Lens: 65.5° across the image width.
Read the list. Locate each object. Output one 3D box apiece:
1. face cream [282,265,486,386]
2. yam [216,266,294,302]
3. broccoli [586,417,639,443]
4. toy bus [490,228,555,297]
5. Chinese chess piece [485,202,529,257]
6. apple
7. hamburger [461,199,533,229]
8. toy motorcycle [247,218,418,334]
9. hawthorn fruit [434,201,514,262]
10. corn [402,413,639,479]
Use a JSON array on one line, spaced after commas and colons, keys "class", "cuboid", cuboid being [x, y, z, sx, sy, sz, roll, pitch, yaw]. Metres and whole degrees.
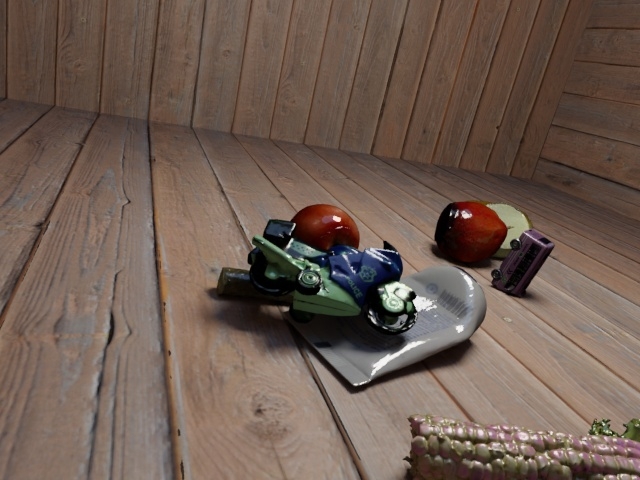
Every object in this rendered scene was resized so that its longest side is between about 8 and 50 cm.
[{"class": "face cream", "cuboid": [0.164, 0.148, 0.982, 0.421, 0.137, 0.235, -11, 31, -32]}, {"class": "yam", "cuboid": [-0.074, 0.099, 1.034, 0.274, 0.061, 0.061, 8, 20, -14]}, {"class": "broccoli", "cuboid": [0.455, 0.307, 0.726, 0.095, 0.091, 0.097, 23, 0, -8]}, {"class": "toy bus", "cuboid": [0.543, 0.063, 1.342, 0.098, 0.178, 0.087, 39, 31, 29]}, {"class": "Chinese chess piece", "cuboid": [0.591, -0.034, 1.651, 0.189, 0.083, 0.188, 1, 63, -2]}, {"class": "apple", "cuboid": [0.000, 0.000, 1.166, 0.181, 0.180, 0.168, -3, 26, -37]}, {"class": "hamburger", "cuboid": [0.629, -0.077, 1.848, 0.285, 0.134, 0.265, 14, 21, -3]}, {"class": "toy motorcycle", "cuboid": [0.028, 0.062, 0.941, 0.332, 0.125, 0.196, 17, 46, 7]}, {"class": "hawthorn fruit", "cuboid": [0.472, -0.030, 1.527, 0.252, 0.189, 0.189, -3, 23, -16]}, {"class": "corn", "cuboid": [0.271, 0.291, 0.617, 0.336, 0.126, 0.126, 10, 19, 0]}]
